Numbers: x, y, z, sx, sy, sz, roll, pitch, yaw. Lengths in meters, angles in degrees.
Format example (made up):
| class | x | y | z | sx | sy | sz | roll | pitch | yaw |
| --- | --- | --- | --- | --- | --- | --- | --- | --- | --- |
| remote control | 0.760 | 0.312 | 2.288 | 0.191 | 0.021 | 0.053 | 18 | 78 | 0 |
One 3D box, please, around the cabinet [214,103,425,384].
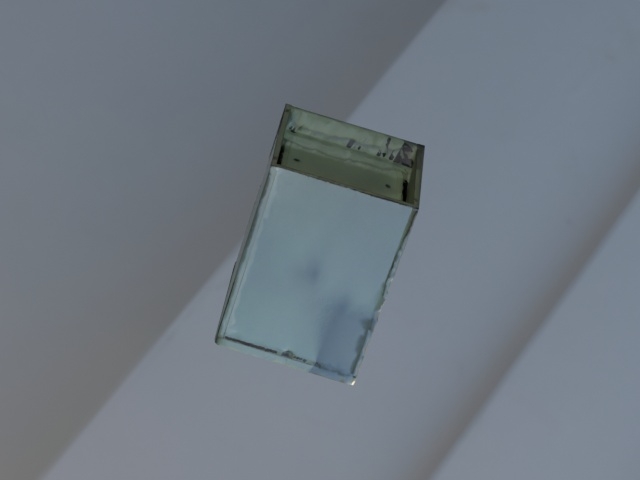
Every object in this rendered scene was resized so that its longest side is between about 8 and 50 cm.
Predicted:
| class | x | y | z | sx | sy | sz | roll | pitch | yaw |
| --- | --- | --- | --- | --- | --- | --- | --- | --- | --- |
| cabinet | 0.000 | 0.000 | 1.571 | 0.145 | 0.150 | 0.206 | 17 | 119 | -3 |
